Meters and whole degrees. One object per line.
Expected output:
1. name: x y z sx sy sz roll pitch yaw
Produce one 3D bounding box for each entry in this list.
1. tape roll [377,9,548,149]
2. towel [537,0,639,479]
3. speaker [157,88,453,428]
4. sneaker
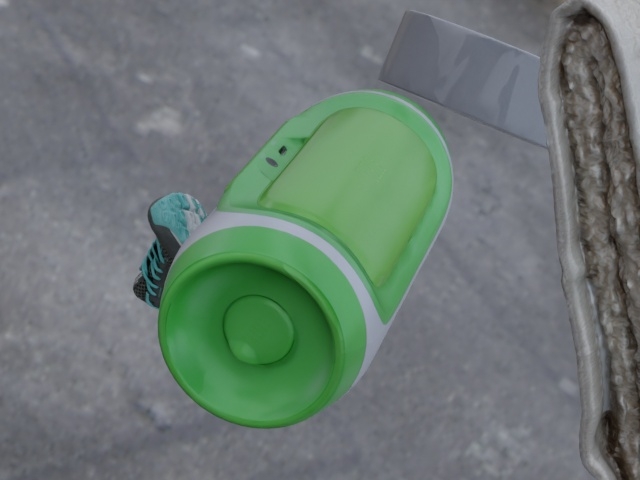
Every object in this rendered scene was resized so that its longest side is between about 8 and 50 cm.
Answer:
1. tape roll: 0.165 -0.138 1.477 0.219 0.072 0.219 22 5 -2
2. towel: 0.163 0.015 0.696 0.049 0.282 0.187 0 18 33
3. speaker: 0.000 0.000 0.998 0.131 0.131 0.296 31 27 2
4. sneaker: -0.107 0.024 1.197 0.076 0.166 0.065 -17 59 5
